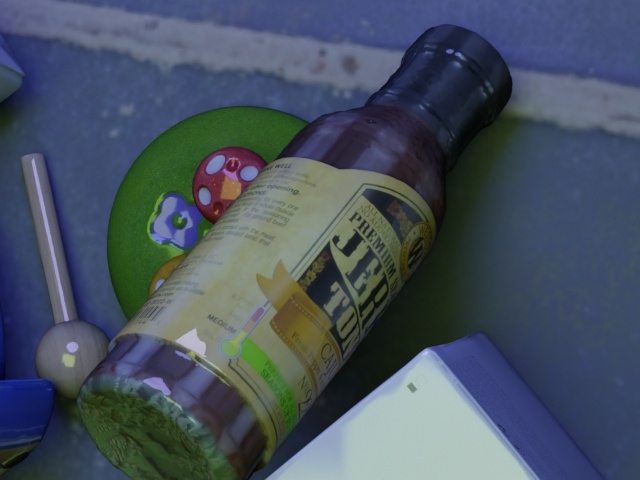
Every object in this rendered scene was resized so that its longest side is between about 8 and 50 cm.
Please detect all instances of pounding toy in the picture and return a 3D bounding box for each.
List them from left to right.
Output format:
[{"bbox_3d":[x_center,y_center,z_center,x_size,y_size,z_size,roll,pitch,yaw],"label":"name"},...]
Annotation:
[{"bbox_3d":[-0.087,0.007,1.240,0.237,0.110,0.182,-10,87,12],"label":"pounding toy"}]

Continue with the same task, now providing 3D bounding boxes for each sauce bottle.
[{"bbox_3d":[0.000,0.000,1.137,0.111,0.111,0.344,31,58,12],"label":"sauce bottle"}]

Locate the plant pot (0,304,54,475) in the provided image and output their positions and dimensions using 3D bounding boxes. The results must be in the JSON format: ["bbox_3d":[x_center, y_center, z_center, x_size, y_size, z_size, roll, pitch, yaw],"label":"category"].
[{"bbox_3d":[-0.322,0.091,1.212,0.236,0.236,0.212,-37,76,17],"label":"plant pot"}]

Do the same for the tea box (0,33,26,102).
[{"bbox_3d":[-0.427,-0.164,1.249,0.324,0.220,0.329,-32,75,9],"label":"tea box"}]

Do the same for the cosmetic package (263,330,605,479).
[{"bbox_3d":[0.038,0.176,1.150,0.224,0.225,0.138,-40,84,10],"label":"cosmetic package"}]
